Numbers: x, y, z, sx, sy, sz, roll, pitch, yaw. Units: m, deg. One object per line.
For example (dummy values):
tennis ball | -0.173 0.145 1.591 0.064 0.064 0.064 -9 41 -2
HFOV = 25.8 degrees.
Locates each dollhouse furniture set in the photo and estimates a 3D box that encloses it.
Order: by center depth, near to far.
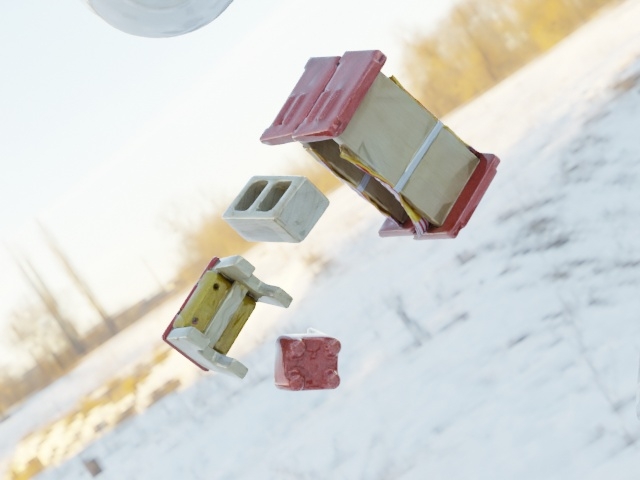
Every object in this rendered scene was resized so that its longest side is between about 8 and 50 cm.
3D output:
dollhouse furniture set | 0.000 0.000 1.468 0.374 0.201 0.152 -57 26 -16

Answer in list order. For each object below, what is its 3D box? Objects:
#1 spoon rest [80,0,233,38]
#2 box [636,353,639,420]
spoon rest | -0.065 -0.249 0.984 0.276 0.137 0.084 -35 26 19
box | 0.439 0.110 1.438 0.203 0.167 0.168 6 -9 8
